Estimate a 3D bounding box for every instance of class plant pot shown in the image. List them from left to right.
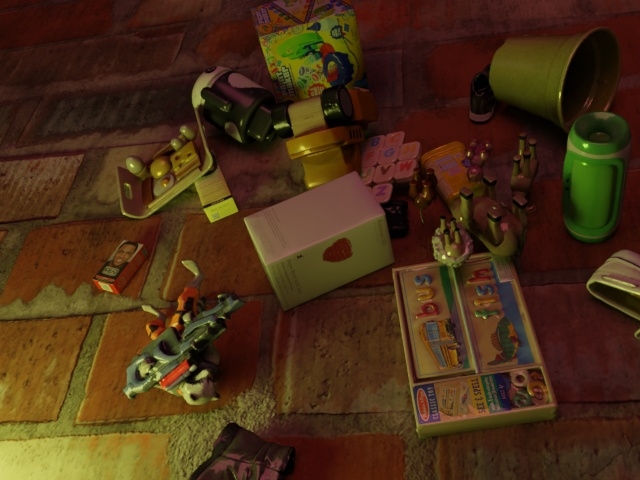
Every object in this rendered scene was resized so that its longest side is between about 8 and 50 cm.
[{"bbox_3d":[0.595,-0.428,1.895,0.276,0.276,0.254,-42,42,-23],"label":"plant pot"}]

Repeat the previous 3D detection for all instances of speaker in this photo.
[{"bbox_3d":[0.596,-0.131,1.574,0.131,0.296,0.131,-8,47,8],"label":"speaker"}]

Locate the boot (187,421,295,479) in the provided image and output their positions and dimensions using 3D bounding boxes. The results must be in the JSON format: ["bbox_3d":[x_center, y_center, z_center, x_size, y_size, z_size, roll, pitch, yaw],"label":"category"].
[{"bbox_3d":[-0.160,0.474,1.382,0.161,0.083,0.246,19,57,22],"label":"boot"}]

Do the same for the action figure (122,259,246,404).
[{"bbox_3d":[-0.269,0.207,1.596,0.341,0.178,0.330,-34,48,18],"label":"action figure"}]

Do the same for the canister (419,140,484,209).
[{"bbox_3d":[0.340,-0.161,1.829,0.126,0.073,0.170,-22,48,-4],"label":"canister"}]

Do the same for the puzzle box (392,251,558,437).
[{"bbox_3d":[0.306,0.201,1.519,0.272,0.052,0.408,-11,46,6],"label":"puzzle box"}]

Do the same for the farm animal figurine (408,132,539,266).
[{"bbox_3d":[0.379,-0.078,1.652,0.330,0.172,0.326,-16,42,-2],"label":"farm animal figurine"}]

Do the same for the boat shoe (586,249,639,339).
[{"bbox_3d":[0.673,0.155,1.404,0.156,0.135,0.367,-35,46,-17],"label":"boat shoe"}]

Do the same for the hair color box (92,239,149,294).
[{"bbox_3d":[-0.514,0.067,1.876,0.072,0.043,0.141,11,51,25],"label":"hair color box"}]

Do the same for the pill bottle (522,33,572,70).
[{"bbox_3d":[0.651,-0.519,2.045,0.187,0.112,0.112,26,59,33],"label":"pill bottle"}]

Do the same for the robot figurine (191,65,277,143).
[{"bbox_3d":[-0.241,-0.394,2.109,0.278,0.209,0.173,33,66,16],"label":"robot figurine"}]

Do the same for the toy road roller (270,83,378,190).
[{"bbox_3d":[0.028,-0.266,1.918,0.203,0.240,0.329,-12,4,24],"label":"toy road roller"}]

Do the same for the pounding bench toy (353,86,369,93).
[{"bbox_3d":[0.125,-0.409,2.131,0.083,0.052,0.065,21,56,30],"label":"pounding bench toy"}]

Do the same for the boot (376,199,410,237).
[{"bbox_3d":[0.164,-0.052,1.800,0.121,0.045,0.099,-2,51,13],"label":"boot"}]

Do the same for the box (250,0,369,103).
[{"bbox_3d":[-0.027,-0.561,2.149,0.279,0.290,0.177,-17,47,1],"label":"box"}]

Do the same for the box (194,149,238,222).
[{"bbox_3d":[-0.302,-0.154,2.011,0.087,0.058,0.232,-24,47,-6],"label":"box"}]

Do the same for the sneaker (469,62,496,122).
[{"bbox_3d":[0.467,-0.439,2.026,0.078,0.106,0.234,9,51,22],"label":"sneaker"}]

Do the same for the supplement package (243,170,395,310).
[{"bbox_3d":[0.000,0.000,1.702,0.293,0.177,0.175,-24,46,-6],"label":"supplement package"}]

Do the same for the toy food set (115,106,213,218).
[{"bbox_3d":[-0.443,-0.223,2.039,0.306,0.092,0.219,-35,44,12],"label":"toy food set"}]

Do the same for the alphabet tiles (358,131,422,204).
[{"bbox_3d":[0.124,-0.188,1.904,0.284,0.021,0.278,-8,43,27],"label":"alphabet tiles"}]
